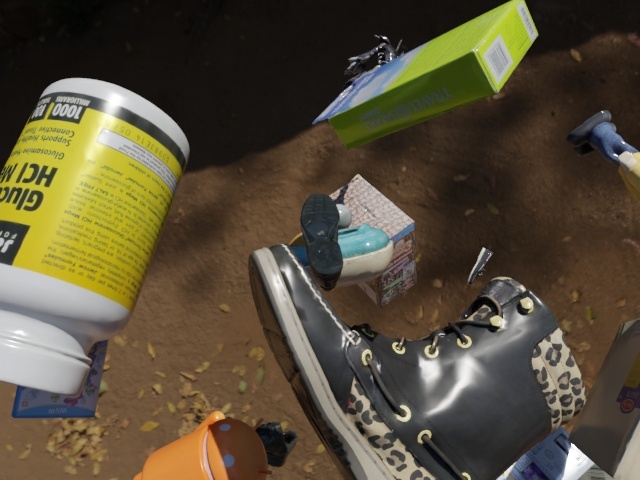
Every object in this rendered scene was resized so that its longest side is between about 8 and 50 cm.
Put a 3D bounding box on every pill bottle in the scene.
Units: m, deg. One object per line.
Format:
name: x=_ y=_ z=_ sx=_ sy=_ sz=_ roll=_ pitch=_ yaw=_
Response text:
pill bottle: x=-0.290 y=-0.002 z=0.603 sx=0.187 sy=0.188 sz=0.334 roll=6 pitch=67 yaw=18

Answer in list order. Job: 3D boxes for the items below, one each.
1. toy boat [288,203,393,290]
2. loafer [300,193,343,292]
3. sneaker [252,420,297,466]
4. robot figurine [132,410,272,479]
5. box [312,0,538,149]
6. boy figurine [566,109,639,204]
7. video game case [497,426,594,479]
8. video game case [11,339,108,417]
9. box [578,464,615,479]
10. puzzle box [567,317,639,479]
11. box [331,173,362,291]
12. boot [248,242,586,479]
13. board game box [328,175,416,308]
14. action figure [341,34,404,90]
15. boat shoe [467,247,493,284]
toy boat: x=0.028 y=0.008 z=1.143 sx=0.267 sy=0.318 sz=0.148 roll=-11 pitch=98 yaw=12
loafer: x=0.000 y=0.000 z=0.784 sx=0.062 sy=0.061 sz=0.170 roll=0 pitch=49 yaw=-2
sneaker: x=-0.191 y=0.628 z=1.644 sx=0.130 sy=0.286 sz=0.109 roll=-52 pitch=43 yaw=9
robot figurine: x=-0.172 y=0.344 z=0.764 sx=0.219 sy=0.158 sz=0.128 roll=-28 pitch=88 yaw=8
box: x=0.086 y=-0.140 z=0.458 sx=0.178 sy=0.042 sz=0.109 roll=-11 pitch=32 yaw=48
boy figurine: x=0.539 y=-0.084 z=0.858 sx=0.092 sy=0.177 sz=0.285 roll=-38 pitch=59 yaw=23
video game case: x=0.426 y=0.471 z=1.174 sx=0.244 sy=0.061 sz=0.269 roll=-31 pitch=57 yaw=-18
video game case: x=-0.402 y=0.192 z=0.814 sx=0.015 sy=0.119 sz=0.167 roll=-7 pitch=73 yaw=47
box: x=0.715 y=0.557 z=1.198 sx=0.232 sy=0.126 sz=0.149 roll=9 pitch=69 yaw=-25
puzzle box: x=0.530 y=0.257 z=0.876 sx=0.052 sy=0.409 sz=0.272 roll=27 pitch=86 yaw=21
box: x=0.085 y=-0.030 z=1.814 sx=0.215 sy=0.168 sz=0.345 roll=42 pitch=56 yaw=-1
boot: x=0.111 y=0.126 z=0.592 sx=0.284 sy=0.138 sz=0.378 roll=-29 pitch=84 yaw=-16
board game box: x=0.142 y=0.010 z=1.466 sx=0.141 sy=0.291 sz=0.232 roll=-34 pitch=54 yaw=-14
action figure: x=0.140 y=-0.410 z=1.307 sx=0.140 sy=0.164 sz=0.276 roll=-23 pitch=23 yaw=44
boat shoe: x=0.496 y=0.086 z=1.609 sx=0.038 sy=0.046 sz=0.125 roll=25 pitch=94 yaw=17
